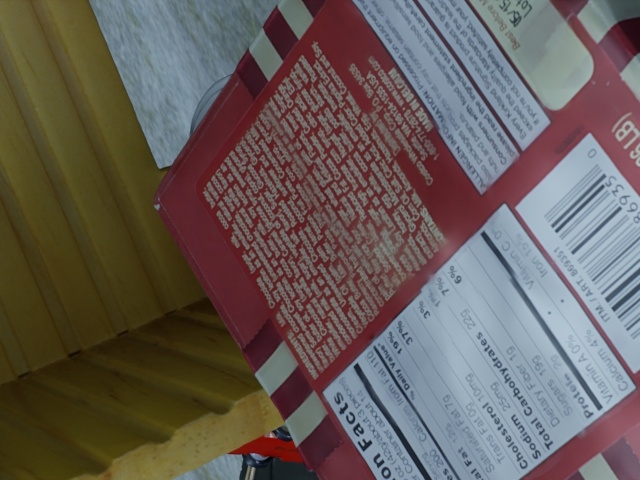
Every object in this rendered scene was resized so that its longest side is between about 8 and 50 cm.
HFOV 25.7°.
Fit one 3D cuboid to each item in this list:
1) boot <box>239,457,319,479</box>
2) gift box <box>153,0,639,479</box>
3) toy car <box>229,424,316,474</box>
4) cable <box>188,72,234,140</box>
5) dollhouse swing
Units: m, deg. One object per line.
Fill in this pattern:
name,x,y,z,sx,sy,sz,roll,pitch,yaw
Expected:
boot,-0.004,0.209,1.167,0.137,0.077,0.198,20,129,48
gift box,0.139,-0.020,0.543,0.276,0.258,0.255,-44,68,41
toy car,0.071,0.136,0.923,0.225,0.239,0.053,66,-159,-60
cable,0.000,0.000,0.976,0.257,0.089,0.257,10,118,58
dollhouse swing,-0.194,-0.026,0.830,0.315,0.347,0.305,7,115,59
